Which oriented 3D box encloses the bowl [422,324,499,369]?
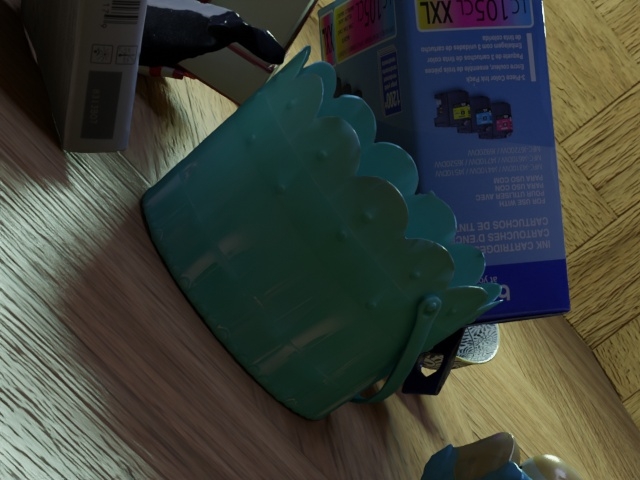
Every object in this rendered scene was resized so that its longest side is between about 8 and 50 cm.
[{"bbox_3d":[0.109,0.083,1.896,0.170,0.080,0.170,34,33,-25],"label":"bowl"}]

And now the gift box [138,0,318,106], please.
[{"bbox_3d":[-0.122,-0.292,1.763,0.276,0.258,0.255,32,11,2],"label":"gift box"}]

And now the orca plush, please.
[{"bbox_3d":[-0.149,-0.172,1.494,0.287,0.102,0.151,16,27,32],"label":"orca plush"}]

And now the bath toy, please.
[{"bbox_3d":[0.229,0.306,1.581,0.129,0.151,0.348,-2,-36,44],"label":"bath toy"}]

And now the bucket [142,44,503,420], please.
[{"bbox_3d":[0.000,0.000,1.414,0.281,0.183,0.281,50,10,-12],"label":"bucket"}]

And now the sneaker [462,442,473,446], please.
[{"bbox_3d":[0.176,0.253,1.789,0.109,0.040,0.043,40,30,-37],"label":"sneaker"}]

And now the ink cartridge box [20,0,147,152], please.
[{"bbox_3d":[-0.184,-0.205,1.343,0.066,0.189,0.232,1,33,-16],"label":"ink cartridge box"}]

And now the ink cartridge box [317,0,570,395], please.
[{"bbox_3d":[0.115,-0.053,1.675,0.270,0.151,0.395,169,-85,-73],"label":"ink cartridge box"}]
